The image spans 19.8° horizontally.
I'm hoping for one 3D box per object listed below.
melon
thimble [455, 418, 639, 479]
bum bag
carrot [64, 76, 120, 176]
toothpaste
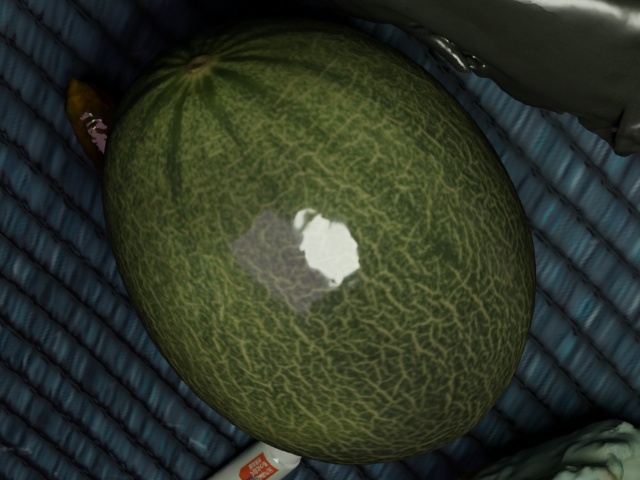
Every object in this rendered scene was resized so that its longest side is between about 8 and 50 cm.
[{"bbox_3d":[0.000,0.000,1.111,0.237,0.237,0.301,-20,128,24],"label":"melon"},{"bbox_3d":[0.201,0.262,1.260,0.167,0.254,0.288,-29,119,27],"label":"thimble"},{"bbox_3d":[0.091,-0.154,1.081,0.326,0.079,0.142,26,143,-10],"label":"bum bag"},{"bbox_3d":[-0.072,0.007,1.253,0.066,0.066,0.314,-28,113,28],"label":"carrot"},{"bbox_3d":[-0.078,0.201,1.417,0.052,0.033,0.218,39,129,-12],"label":"toothpaste"}]
